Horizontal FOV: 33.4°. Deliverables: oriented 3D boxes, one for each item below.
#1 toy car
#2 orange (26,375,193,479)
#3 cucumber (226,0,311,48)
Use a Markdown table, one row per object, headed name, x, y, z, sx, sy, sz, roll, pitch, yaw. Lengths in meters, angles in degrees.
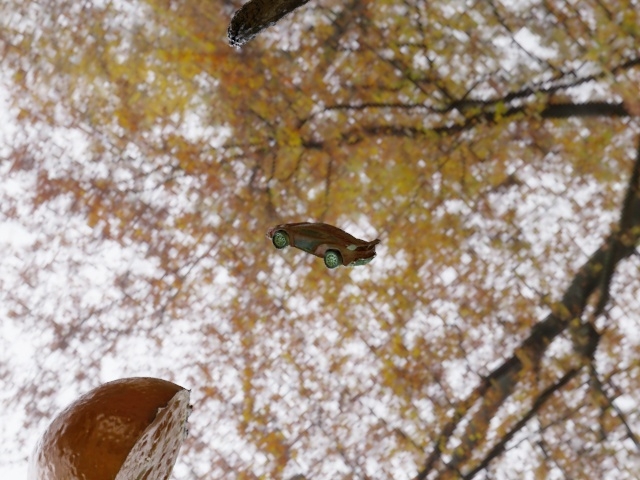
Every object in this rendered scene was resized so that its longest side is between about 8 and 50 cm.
| name | x | y | z | sx | sy | sz | roll | pitch | yaw |
| --- | --- | --- | --- | --- | --- | --- | --- | --- | --- |
| toy car | 0.000 | 0.000 | 1.103 | 0.122 | 0.035 | 0.059 | 22 | -160 | 31 |
| orange | -0.278 | 0.330 | 1.474 | 0.274 | 0.274 | 0.310 | -72 | -33 | -49 |
| cucumber | -0.050 | -0.315 | 1.408 | 0.053 | 0.181 | 0.053 | 54 | -176 | -6 |
